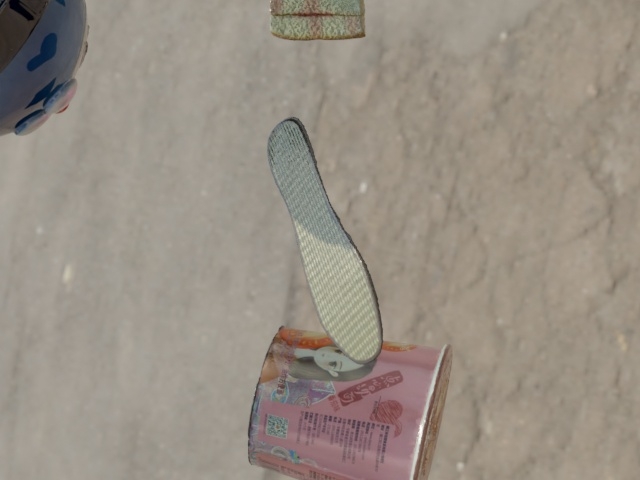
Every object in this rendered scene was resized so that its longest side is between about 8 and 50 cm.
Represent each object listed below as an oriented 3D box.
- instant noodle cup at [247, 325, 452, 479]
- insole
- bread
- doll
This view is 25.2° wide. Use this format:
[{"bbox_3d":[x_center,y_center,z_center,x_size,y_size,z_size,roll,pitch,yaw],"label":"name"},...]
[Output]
[{"bbox_3d":[0.039,0.232,1.892,0.243,0.231,0.243,12,-90,-79],"label":"instant noodle cup"},{"bbox_3d":[0.000,0.000,1.322,0.086,0.005,0.253,-43,60,42],"label":"insole"},{"bbox_3d":[-0.013,-0.178,1.113,0.109,0.062,0.043,-155,61,-63],"label":"bread"},{"bbox_3d":[-0.336,-0.226,1.363,0.284,0.240,0.310,-34,40,23],"label":"doll"}]
